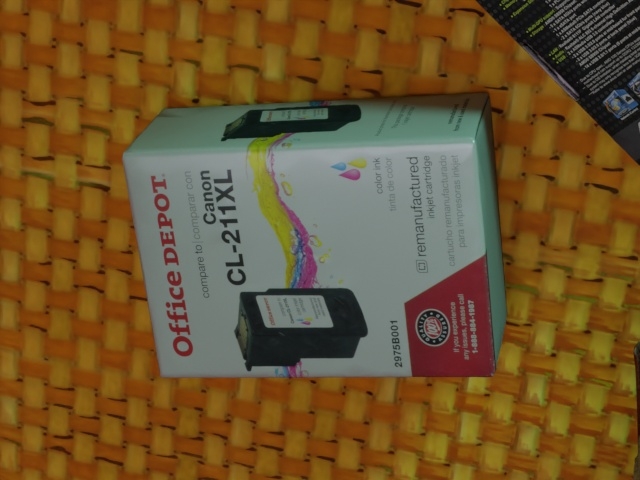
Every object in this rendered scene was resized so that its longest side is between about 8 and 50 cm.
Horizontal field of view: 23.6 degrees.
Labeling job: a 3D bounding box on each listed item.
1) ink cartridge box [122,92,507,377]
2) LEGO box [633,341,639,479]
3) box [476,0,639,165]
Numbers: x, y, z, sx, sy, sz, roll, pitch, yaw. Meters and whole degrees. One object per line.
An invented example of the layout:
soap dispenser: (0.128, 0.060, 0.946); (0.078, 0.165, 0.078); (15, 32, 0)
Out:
ink cartridge box: (0.000, 0.000, 0.768); (0.175, 0.072, 0.127); (-2, 113, 13)
LEGO box: (0.409, 0.222, 0.667); (0.500, 0.193, 0.373); (-6, 122, 16)
box: (0.163, -0.176, 0.612); (0.216, 0.060, 0.270); (43, 133, -10)
